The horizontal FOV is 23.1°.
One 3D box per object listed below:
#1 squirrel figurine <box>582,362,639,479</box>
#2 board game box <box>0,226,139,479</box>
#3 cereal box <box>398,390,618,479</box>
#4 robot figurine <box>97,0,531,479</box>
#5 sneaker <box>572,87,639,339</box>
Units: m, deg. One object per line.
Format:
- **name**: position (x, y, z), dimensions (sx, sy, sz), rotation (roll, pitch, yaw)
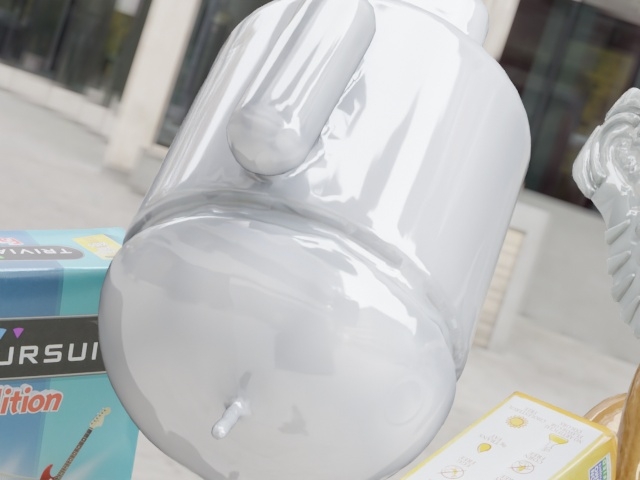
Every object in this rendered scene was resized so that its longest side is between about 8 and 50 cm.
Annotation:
- **squirrel figurine**: position (0.203, 0.313, 1.285), dimensions (0.281, 0.397, 0.370), rotation (35, -22, -20)
- **board game box**: position (-0.253, 0.161, 1.024), dimensions (0.254, 0.336, 0.079), rotation (-1, 21, -32)
- **cereal box**: position (0.006, 0.174, 0.482), dimensions (0.047, 0.173, 0.240), rotation (21, 36, 35)
- **robot figurine**: position (0.000, 0.000, 0.891), dimensions (0.200, 0.353, 0.300), rotation (9, -39, 17)
- **sneaker**: position (0.215, -0.003, 0.877), dimensions (0.095, 0.090, 0.235), rotation (31, 28, -19)
